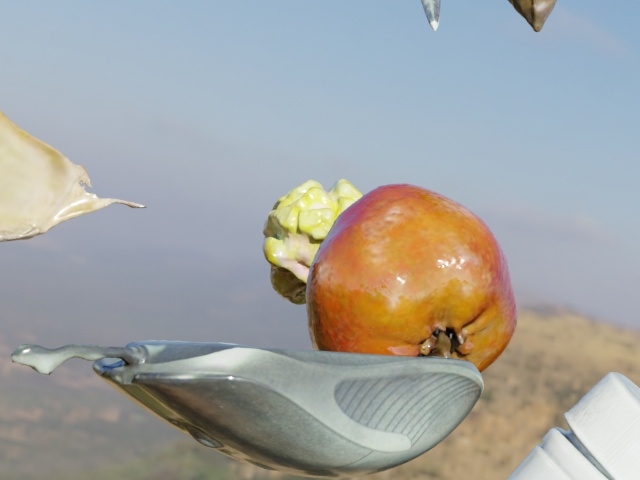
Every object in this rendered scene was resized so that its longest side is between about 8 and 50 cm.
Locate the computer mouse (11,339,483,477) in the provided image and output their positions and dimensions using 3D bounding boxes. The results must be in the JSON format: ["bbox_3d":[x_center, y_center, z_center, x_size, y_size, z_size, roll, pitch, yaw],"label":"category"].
[{"bbox_3d":[-0.045,0.111,1.254,0.379,0.090,0.167,9,-8,-39],"label":"computer mouse"}]

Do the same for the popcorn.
[{"bbox_3d":[0.000,0.000,1.977,0.126,0.126,0.145,32,-31,-24],"label":"popcorn"}]

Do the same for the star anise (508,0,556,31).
[{"bbox_3d":[0.259,-0.420,2.344,0.315,0.315,0.108,14,-13,-41],"label":"star anise"}]

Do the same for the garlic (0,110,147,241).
[{"bbox_3d":[-0.373,-0.085,2.005,0.338,0.196,0.151,46,28,-27],"label":"garlic"}]

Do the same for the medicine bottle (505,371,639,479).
[{"bbox_3d":[0.249,0.309,1.865,0.190,0.332,0.190,40,5,-4],"label":"medicine bottle"}]

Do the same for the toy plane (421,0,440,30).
[{"bbox_3d":[0.119,-0.327,2.124,0.160,0.082,0.234,-6,35,2],"label":"toy plane"}]

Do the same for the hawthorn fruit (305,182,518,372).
[{"bbox_3d":[0.067,0.035,1.665,0.196,0.196,0.225,14,28,-29],"label":"hawthorn fruit"}]
